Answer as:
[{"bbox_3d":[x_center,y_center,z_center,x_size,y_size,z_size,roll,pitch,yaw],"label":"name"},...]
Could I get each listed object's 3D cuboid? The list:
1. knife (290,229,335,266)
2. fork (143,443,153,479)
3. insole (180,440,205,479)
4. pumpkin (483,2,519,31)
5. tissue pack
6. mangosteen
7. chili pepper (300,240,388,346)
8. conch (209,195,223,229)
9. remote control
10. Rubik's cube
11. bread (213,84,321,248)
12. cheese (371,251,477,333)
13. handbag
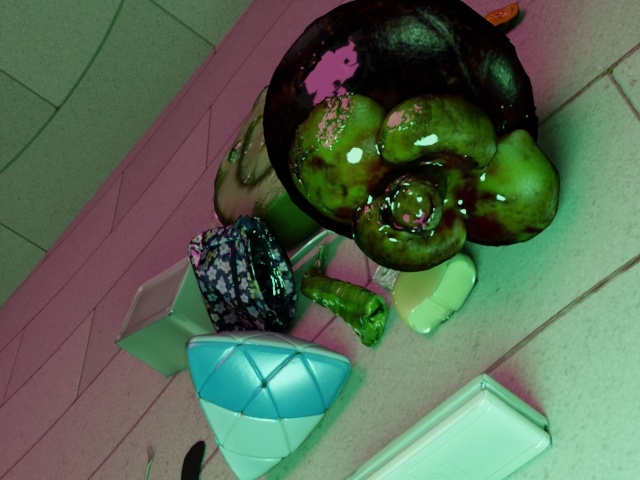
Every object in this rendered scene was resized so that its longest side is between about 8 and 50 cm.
[{"bbox_3d":[-0.001,0.000,2.003,0.336,0.043,0.081,-44,-10,33],"label":"knife"},{"bbox_3d":[-0.325,0.433,2.122,0.016,0.012,0.115,-45,28,34],"label":"fork"},{"bbox_3d":[-0.225,0.438,1.910,0.086,0.005,0.253,-40,27,31],"label":"insole"},{"bbox_3d":[0.308,-0.371,1.926,0.083,0.028,0.050,-20,38,43],"label":"pumpkin"},{"bbox_3d":[-0.280,0.149,2.263,0.246,0.136,0.159,-29,34,50],"label":"tissue pack"},{"bbox_3d":[0.129,-0.153,1.535,0.381,0.381,0.421,-56,30,0],"label":"mangosteen"},{"bbox_3d":[0.024,0.079,1.823,0.359,0.077,0.084,-140,53,-68],"label":"chili pepper"},{"bbox_3d":[-0.169,-0.073,2.463,0.176,0.094,0.104,-24,13,5],"label":"conch"},{"bbox_3d":[0.125,0.263,1.296,0.277,0.103,0.055,-43,22,29],"label":"remote control"},{"bbox_3d":[-0.118,0.236,1.689,0.254,0.254,0.254,-44,24,26],"label":"Rubik's cube"},{"bbox_3d":[-0.061,-0.167,2.204,0.382,0.129,0.366,-26,44,46],"label":"bread"},{"bbox_3d":[0.133,0.064,1.641,0.127,0.050,0.255,-60,20,-7],"label":"cheese"},{"bbox_3d":[-0.130,0.067,2.000,0.127,0.228,0.208,-22,7,-38],"label":"handbag"}]
